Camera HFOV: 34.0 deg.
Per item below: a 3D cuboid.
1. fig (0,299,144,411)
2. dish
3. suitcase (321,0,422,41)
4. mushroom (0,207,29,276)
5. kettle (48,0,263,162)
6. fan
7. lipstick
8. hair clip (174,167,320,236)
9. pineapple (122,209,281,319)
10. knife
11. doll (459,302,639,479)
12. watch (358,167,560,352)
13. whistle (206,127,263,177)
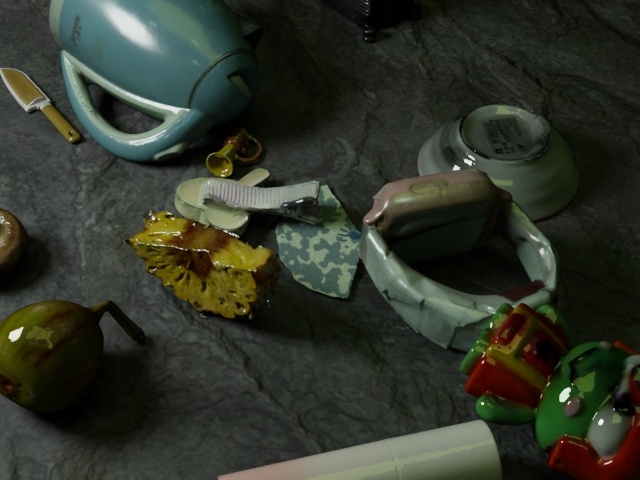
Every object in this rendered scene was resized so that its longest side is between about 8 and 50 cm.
[{"bbox_3d":[-0.327,0.130,1.328,0.148,0.142,0.186,39,65,-1],"label":"fig"},{"bbox_3d":[0.287,-0.145,1.655,0.260,0.085,0.260,1,46,-1],"label":"dish"},{"bbox_3d":[0.041,-0.562,1.961,0.152,0.230,0.335,-30,54,-28],"label":"suitcase"},{"bbox_3d":[-0.478,0.004,1.493,0.109,0.085,0.126,41,46,-10],"label":"mushroom"},{"bbox_3d":[-0.268,-0.289,1.715,0.342,0.247,0.319,41,89,24],"label":"kettle"},{"bbox_3d":[0.000,0.000,1.558,0.131,0.009,0.240,-4,46,-5],"label":"fan"},{"bbox_3d":[0.044,0.284,1.222,0.326,0.087,0.087,-10,46,-11],"label":"lipstick"},{"bbox_3d":[-0.109,-0.065,1.577,0.218,0.071,0.159,2,39,0],"label":"hair clip"},{"bbox_3d":[-0.150,0.047,1.431,0.233,0.135,0.079,19,56,29],"label":"pineapple"},{"bbox_3d":[-0.481,-0.234,1.771,0.046,0.022,0.256,-31,53,-23],"label":"knife"},{"bbox_3d":[0.344,0.211,1.251,0.363,0.160,0.183,27,51,20],"label":"doll"},{"bbox_3d":[0.196,0.042,1.442,0.253,0.162,0.241,-11,59,-8],"label":"watch"},{"bbox_3d":[-0.132,-0.147,1.680,0.057,0.046,0.109,6,38,25],"label":"whistle"}]
